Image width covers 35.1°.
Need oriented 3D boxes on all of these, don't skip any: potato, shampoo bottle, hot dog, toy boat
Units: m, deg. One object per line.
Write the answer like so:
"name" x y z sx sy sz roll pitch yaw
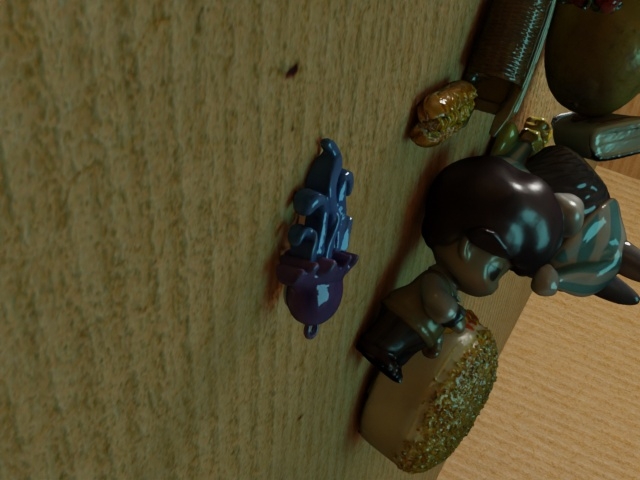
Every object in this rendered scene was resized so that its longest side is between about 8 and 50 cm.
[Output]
"potato" 0.545 -0.388 1.763 0.296 0.290 0.397 -58 -177 -18
"shampoo bottle" 0.513 -0.210 1.920 0.284 0.153 0.071 -132 -151 -70
"hot dog" 0.160 -0.165 1.307 0.165 0.045 0.071 -35 142 -59
"toy boat" 0.267 -0.295 1.393 0.115 0.089 0.310 -11 122 -67

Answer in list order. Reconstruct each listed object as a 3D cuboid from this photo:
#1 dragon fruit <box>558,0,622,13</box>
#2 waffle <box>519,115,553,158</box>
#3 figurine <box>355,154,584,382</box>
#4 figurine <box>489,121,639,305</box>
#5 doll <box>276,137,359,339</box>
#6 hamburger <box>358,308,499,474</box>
"dragon fruit" 0.439 -0.464 1.578 0.269 0.198 0.200 -64 158 -66
"waffle" 0.408 -0.114 2.094 0.283 0.065 0.309 73 38 -66
"figurine" 0.212 0.047 1.458 0.364 0.206 0.218 -63 148 -10
"figurine" 0.435 -0.026 1.756 0.361 0.378 0.266 -25 135 -67
"doll" 0.000 0.000 1.006 0.110 0.067 0.205 -9 110 -54
"hamburger" 0.188 0.244 1.673 0.294 0.179 0.276 -63 163 -14
